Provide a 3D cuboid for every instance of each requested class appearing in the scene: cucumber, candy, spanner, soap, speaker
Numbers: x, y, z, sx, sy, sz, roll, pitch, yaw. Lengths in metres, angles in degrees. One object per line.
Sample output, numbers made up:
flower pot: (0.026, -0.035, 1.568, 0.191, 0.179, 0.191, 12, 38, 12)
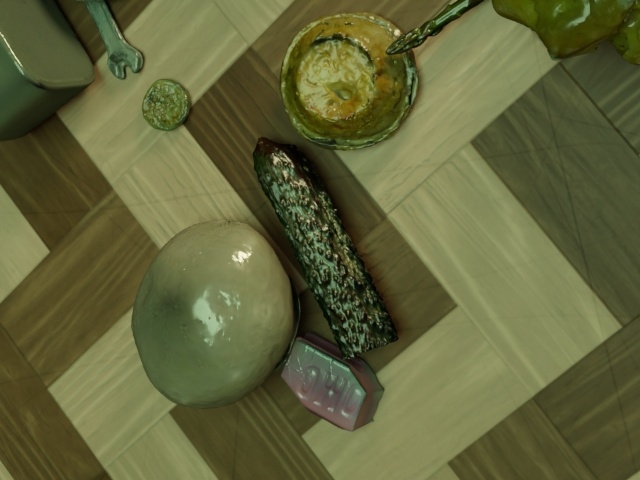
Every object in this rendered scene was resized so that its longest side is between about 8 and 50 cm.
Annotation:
cucumber: (0.000, 0.000, 1.814, 0.096, 0.096, 0.359, -28, 83, 24)
candy: (-0.171, 0.106, 1.835, 0.295, 0.185, 0.296, -3, 84, 32)
spanner: (-0.365, -0.390, 1.960, 0.071, 0.017, 0.302, -28, 85, 24)
soap: (0.018, 0.215, 1.848, 0.149, 0.056, 0.100, 28, 109, 18)
speaker: (-0.549, -0.360, 1.959, 0.184, 0.183, 0.406, -36, 82, 28)

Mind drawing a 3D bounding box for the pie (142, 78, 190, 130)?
pie: (-0.240, -0.209, 1.926, 0.084, 0.021, 0.084, 2, 95, 20)

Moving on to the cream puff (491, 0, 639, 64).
cream puff: (0.387, -0.368, 1.521, 0.378, 0.275, 0.378, -15, 61, 29)

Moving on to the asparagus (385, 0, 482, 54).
asparagus: (0.191, -0.320, 1.706, 0.236, 0.034, 0.027, -33, 81, 13)

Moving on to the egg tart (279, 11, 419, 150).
egg tart: (0.033, -0.227, 1.772, 0.212, 0.090, 0.213, 3, 100, 20)
